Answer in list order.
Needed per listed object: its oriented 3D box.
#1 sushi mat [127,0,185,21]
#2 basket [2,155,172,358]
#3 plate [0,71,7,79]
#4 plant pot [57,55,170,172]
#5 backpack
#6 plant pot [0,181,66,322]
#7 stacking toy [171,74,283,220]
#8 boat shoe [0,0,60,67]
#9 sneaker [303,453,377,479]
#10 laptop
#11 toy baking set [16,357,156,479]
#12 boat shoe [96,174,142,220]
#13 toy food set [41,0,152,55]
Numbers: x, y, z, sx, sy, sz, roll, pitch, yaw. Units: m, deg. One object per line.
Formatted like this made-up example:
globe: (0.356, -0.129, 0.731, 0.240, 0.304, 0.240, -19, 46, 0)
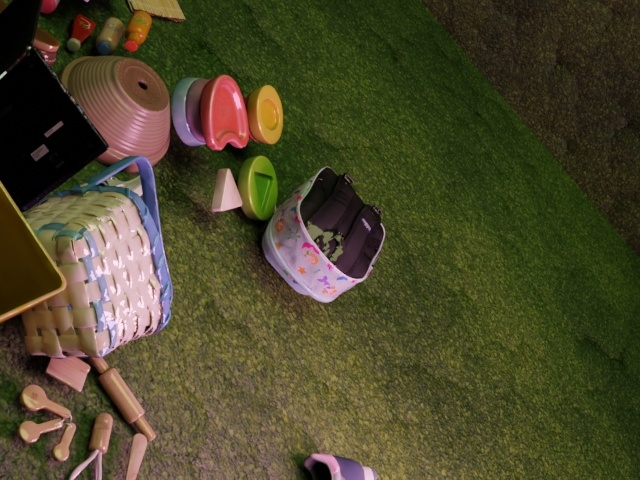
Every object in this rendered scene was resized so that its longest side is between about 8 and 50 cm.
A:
sushi mat: (-0.408, -0.619, 1.909, 0.151, 0.019, 0.317, -2, 63, -54)
basket: (-0.311, 0.025, 1.254, 0.289, 0.201, 0.255, -35, 121, -60)
plate: (-0.546, -0.214, 1.353, 0.188, 0.024, 0.188, 30, 47, -39)
plant pot: (-0.352, -0.250, 1.573, 0.237, 0.109, 0.237, 33, 40, -32)
backpack: (0.000, 0.000, 1.731, 0.225, 0.191, 0.253, 48, 26, -13)
plant pot: (-0.486, 0.046, 1.061, 0.212, 0.187, 0.212, 56, 33, 1)
stacking toy: (-0.196, -0.180, 1.721, 0.309, 0.130, 0.280, 3, 87, -67)
boat shoe: (-0.533, -0.350, 1.456, 0.207, 0.073, 0.073, 38, 28, 11)
sneaker: (0.007, 0.491, 1.409, 0.131, 0.112, 0.319, 26, 37, -13)
laptop: (-0.424, -0.217, 1.285, 0.264, 0.234, 0.136, 54, 37, -11)
toy baking set: (-0.323, 0.272, 1.225, 0.256, 0.030, 0.197, 53, 35, -4)
boat shoe: (-0.353, -0.075, 1.466, 0.063, 0.066, 0.184, 51, 42, -8)
toy food set: (-0.438, -0.418, 1.601, 0.232, 0.111, 0.105, 32, 36, -22)
